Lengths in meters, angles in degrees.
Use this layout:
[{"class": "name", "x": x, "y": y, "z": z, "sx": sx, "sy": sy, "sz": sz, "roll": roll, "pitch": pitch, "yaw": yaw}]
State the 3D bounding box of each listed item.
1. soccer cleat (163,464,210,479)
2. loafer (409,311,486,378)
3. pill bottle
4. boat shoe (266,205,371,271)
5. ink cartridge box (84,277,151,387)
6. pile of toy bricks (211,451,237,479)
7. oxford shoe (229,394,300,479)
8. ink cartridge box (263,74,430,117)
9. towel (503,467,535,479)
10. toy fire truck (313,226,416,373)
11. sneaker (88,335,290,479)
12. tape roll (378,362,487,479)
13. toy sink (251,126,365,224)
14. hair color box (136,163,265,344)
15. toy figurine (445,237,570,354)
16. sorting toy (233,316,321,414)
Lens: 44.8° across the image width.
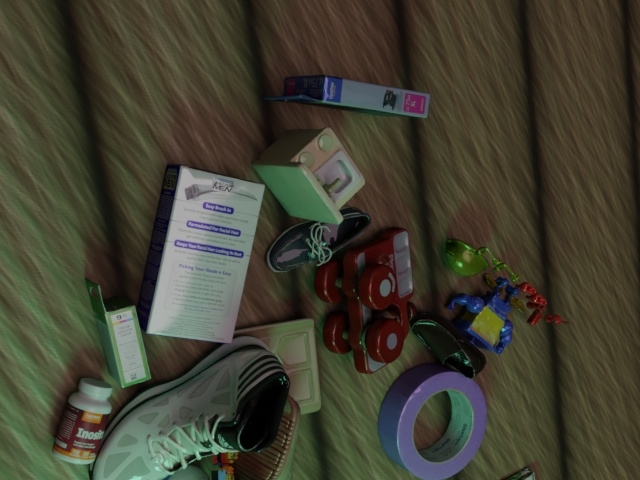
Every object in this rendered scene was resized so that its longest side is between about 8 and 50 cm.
[{"class": "soccer cleat", "x": -0.363, "y": 0.577, "z": 1.568, "sx": 0.331, "sy": 0.143, "sz": 0.116, "roll": -35, "pitch": 111, "yaw": -20}, {"class": "loafer", "x": 0.309, "y": 0.256, "z": 1.888, "sx": 0.220, "sy": 0.078, "sz": 0.080, "roll": 35, "pitch": 122, "yaw": -1}, {"class": "pill bottle", "x": -0.461, "y": 0.351, "z": 1.518, "sx": 0.086, "sy": 0.086, "sz": 0.152, "roll": 19, "pitch": 87, "yaw": -29}, {"class": "boat shoe", "x": 0.000, "y": 0.000, "z": 1.729, "sx": 0.255, "sy": 0.079, "sz": 0.095, "roll": -23, "pitch": 107, "yaw": -24}, {"class": "ink cartridge box", "x": -0.395, "y": 0.171, "z": 1.518, "sx": 0.062, "sy": 0.109, "sz": 0.209, "roll": -17, "pitch": 104, "yaw": -26}, {"class": "pile of toy bricks", "x": -0.163, "y": 0.521, "z": 1.595, "sx": 0.105, "sy": 0.118, "sz": 0.212, "roll": -5, "pitch": 67, "yaw": -1}, {"class": "oxford shoe", "x": -0.123, "y": 0.517, "z": 1.709, "sx": 0.147, "sy": 0.141, "sz": 0.396, "roll": 13, "pitch": 100, "yaw": -53}, {"class": "ink cartridge box", "x": 0.056, "y": -0.309, "z": 1.659, "sx": 0.311, "sy": 0.186, "sz": 0.065, "roll": 1, "pitch": 99, "yaw": -28}, {"class": "towel", "x": 0.470, "y": 0.789, "z": 2.111, "sx": 0.325, "sy": 0.038, "sz": 0.247, "roll": -19, "pitch": 106, "yaw": -26}, {"class": "toy fire truck", "x": 0.137, "y": 0.140, "z": 1.789, "sx": 0.254, "sy": 0.169, "sz": 0.302, "roll": -21, "pitch": 108, "yaw": -44}, {"class": "sneaker", "x": -0.252, "y": 0.369, "z": 1.517, "sx": 0.447, "sy": 0.257, "sz": 0.169, "roll": -39, "pitch": 110, "yaw": -12}, {"class": "tape roll", "x": 0.281, "y": 0.450, "z": 1.935, "sx": 0.275, "sy": 0.090, "sz": 0.274, "roll": -4, "pitch": 99, "yaw": -29}, {"class": "toy sink", "x": -0.011, "y": -0.140, "z": 1.617, "sx": 0.131, "sy": 0.234, "sz": 0.152, "roll": -44, "pitch": 113, "yaw": -17}, {"class": "hair color box", "x": -0.247, "y": 0.027, "z": 1.583, "sx": 0.185, "sy": 0.110, "sz": 0.338, "roll": 12, "pitch": 92, "yaw": -28}, {"class": "toy figurine", "x": 0.411, "y": 0.183, "z": 1.923, "sx": 0.362, "sy": 0.191, "sz": 0.217, "roll": 39, "pitch": 83, "yaw": -26}, {"class": "sorting toy", "x": -0.151, "y": 0.298, "z": 1.712, "sx": 0.307, "sy": 0.041, "sz": 0.229, "roll": -7, "pitch": 101, "yaw": -21}]
